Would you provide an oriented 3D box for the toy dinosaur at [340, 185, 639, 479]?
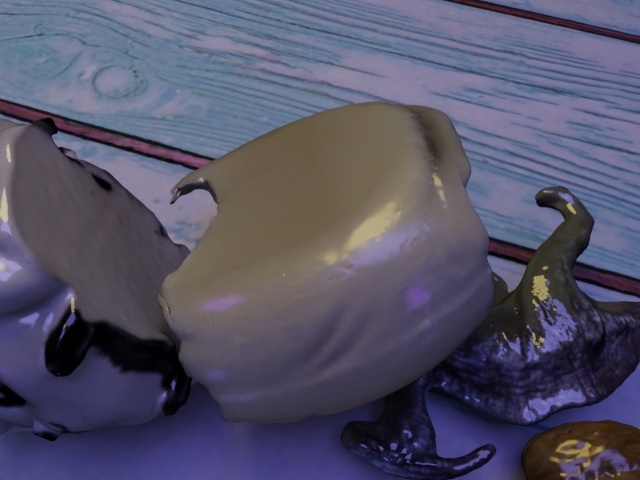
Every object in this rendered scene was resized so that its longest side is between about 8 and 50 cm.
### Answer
[{"bbox_3d":[0.140,0.071,0.449,0.294,0.077,0.162,-28,54,-4],"label":"toy dinosaur"}]

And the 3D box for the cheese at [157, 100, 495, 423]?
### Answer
[{"bbox_3d":[0.000,0.000,0.426,0.233,0.127,0.266,-16,33,15],"label":"cheese"}]

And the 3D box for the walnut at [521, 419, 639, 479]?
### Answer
[{"bbox_3d":[0.183,0.164,0.389,0.096,0.082,0.079,-15,77,3],"label":"walnut"}]

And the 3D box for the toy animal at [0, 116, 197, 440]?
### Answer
[{"bbox_3d":[-0.187,0.040,0.395,0.156,0.208,0.204,-26,56,11],"label":"toy animal"}]
